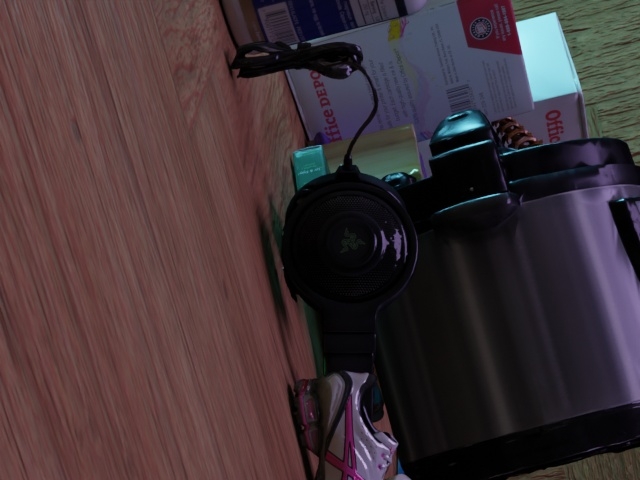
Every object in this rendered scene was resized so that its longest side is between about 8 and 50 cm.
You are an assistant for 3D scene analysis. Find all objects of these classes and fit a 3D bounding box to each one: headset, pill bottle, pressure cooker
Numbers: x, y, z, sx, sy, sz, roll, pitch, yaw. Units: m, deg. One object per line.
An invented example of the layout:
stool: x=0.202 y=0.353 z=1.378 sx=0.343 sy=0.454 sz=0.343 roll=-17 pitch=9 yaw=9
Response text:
headset: x=0.000 y=0.000 z=1.721 sx=0.243 sy=0.185 sz=0.394 roll=-93 pitch=-175 yaw=-82
pill bottle: x=0.028 y=-0.295 z=1.796 sx=0.153 sy=0.264 sz=0.153 roll=-13 pitch=90 yaw=-85
pressure cooker: x=0.220 y=0.056 z=1.973 sx=0.370 sy=0.375 sz=0.420 roll=-32 pitch=-110 yaw=57

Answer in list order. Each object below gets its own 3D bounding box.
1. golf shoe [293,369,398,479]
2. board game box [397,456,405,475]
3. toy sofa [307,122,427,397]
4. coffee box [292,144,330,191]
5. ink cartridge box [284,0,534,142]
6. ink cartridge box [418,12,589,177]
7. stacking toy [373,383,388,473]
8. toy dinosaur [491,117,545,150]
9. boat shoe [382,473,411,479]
golf shoe: x=0.032 y=0.211 z=1.580 sx=0.067 sy=0.086 sz=0.186 roll=-56 pitch=133 yaw=-84
board game box: x=0.186 y=0.465 z=2.488 sx=0.308 sy=0.086 sz=0.302 roll=-79 pitch=154 yaw=-77
toy sofa: x=0.095 y=0.021 z=2.313 sx=0.177 sy=0.150 sz=0.362 roll=-92 pitch=168 yaw=-57
coffee box: x=0.006 y=-0.007 z=2.040 sx=0.113 sy=0.040 sz=0.184 roll=71 pitch=8 yaw=-48
ink cartridge box: x=0.112 y=-0.249 z=2.310 sx=0.226 sy=0.306 sz=0.131 roll=71 pitch=7 yaw=-45
ink cartridge box: x=0.206 y=-0.171 z=2.650 sx=0.279 sy=0.384 sz=0.160 roll=67 pitch=11 yaw=-61
stacking toy: x=0.057 y=0.214 z=1.986 sx=0.167 sy=0.052 sz=0.221 roll=70 pitch=8 yaw=-49
toy dinosaur: x=0.271 y=-0.033 z=2.309 sx=0.322 sy=0.218 sz=0.164 roll=-102 pitch=175 yaw=-50
boat shoe: x=0.091 y=0.358 z=1.529 sx=0.116 sy=0.099 sz=0.319 roll=-66 pitch=133 yaw=-69
